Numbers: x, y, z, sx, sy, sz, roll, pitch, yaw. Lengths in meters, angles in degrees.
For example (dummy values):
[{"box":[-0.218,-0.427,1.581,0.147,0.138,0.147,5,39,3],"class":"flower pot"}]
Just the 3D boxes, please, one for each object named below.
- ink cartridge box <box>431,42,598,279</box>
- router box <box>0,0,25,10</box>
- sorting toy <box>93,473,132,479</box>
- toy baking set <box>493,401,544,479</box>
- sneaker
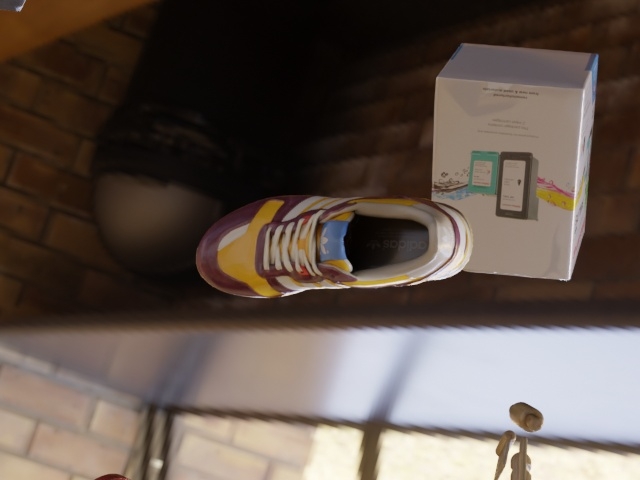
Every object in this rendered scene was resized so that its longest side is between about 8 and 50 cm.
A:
[{"box":[0.264,-0.111,2.131,0.197,0.270,0.198,6,-158,13],"class":"ink cartridge box"},{"box":[-0.292,-0.405,1.468,0.081,0.243,0.309,1,150,-30],"class":"router box"},{"box":[-0.175,0.209,1.139,0.042,0.102,0.061,47,163,41],"class":"sorting toy"},{"box":[0.239,0.292,1.861,0.030,0.196,0.256,7,175,-2],"class":"toy baking set"},{"box":[0.000,0.000,0.991,0.186,0.069,0.084,-7,175,16],"class":"sneaker"}]
